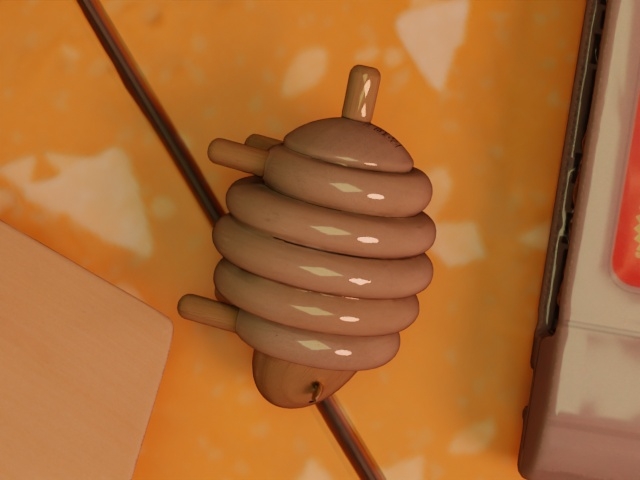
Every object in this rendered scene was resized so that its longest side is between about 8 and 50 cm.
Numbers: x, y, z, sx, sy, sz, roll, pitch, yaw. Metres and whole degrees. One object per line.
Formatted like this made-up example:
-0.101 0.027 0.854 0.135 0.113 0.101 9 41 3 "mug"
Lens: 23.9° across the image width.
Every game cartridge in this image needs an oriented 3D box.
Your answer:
0.194 -0.038 0.584 0.196 0.060 0.294 9 87 -6 "game cartridge"

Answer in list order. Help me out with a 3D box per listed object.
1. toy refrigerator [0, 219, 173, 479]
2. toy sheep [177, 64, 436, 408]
-0.190 0.020 0.483 0.269 0.094 0.102 31 49 -24 "toy refrigerator"
0.000 0.000 0.557 0.091 0.091 0.132 10 105 -2 "toy sheep"
